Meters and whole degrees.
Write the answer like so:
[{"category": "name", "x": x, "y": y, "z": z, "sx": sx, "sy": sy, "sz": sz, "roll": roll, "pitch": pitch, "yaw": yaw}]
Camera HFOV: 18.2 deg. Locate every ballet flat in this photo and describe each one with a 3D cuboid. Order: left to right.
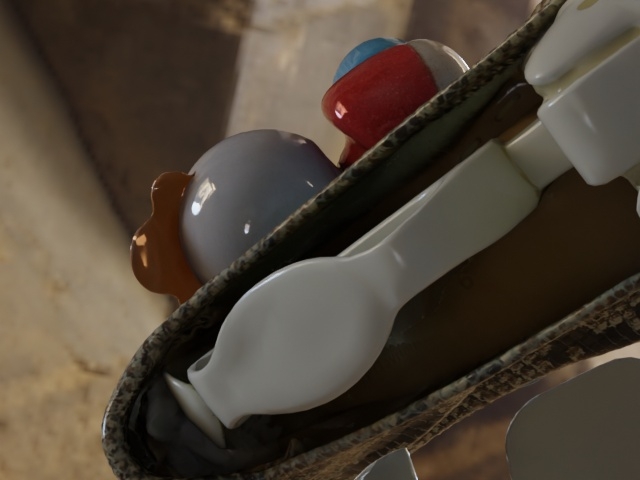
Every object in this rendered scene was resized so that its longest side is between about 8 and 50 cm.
[{"category": "ballet flat", "x": 0.087, "y": -0.011, "z": 0.891, "sx": 0.164, "sy": 0.483, "sz": 0.182, "roll": 58, "pitch": -157, "yaw": 11}]

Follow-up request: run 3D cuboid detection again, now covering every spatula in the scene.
[{"category": "spatula", "x": 0.052, "y": 0.151, "z": 0.596, "sx": 0.168, "sy": 0.242, "sz": 0.019, "roll": -24, "pitch": -147, "yaw": -3}]

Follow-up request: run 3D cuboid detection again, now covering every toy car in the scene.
[{"category": "toy car", "x": 0.000, "y": 0.000, "z": 1.249, "sx": 0.238, "sy": 0.210, "sz": 0.219, "roll": -17, "pitch": -159, "yaw": -8}]
